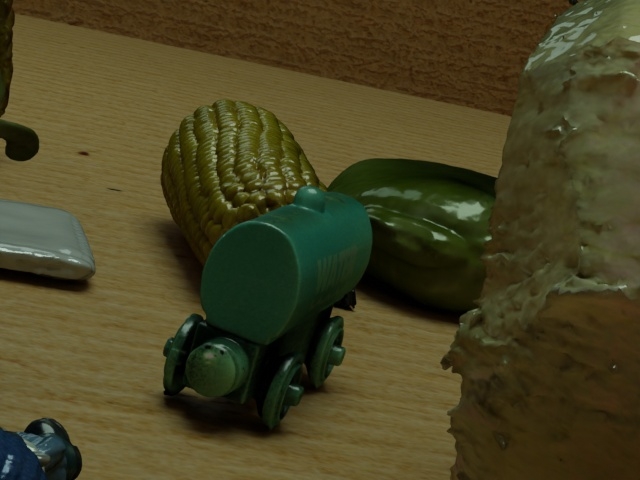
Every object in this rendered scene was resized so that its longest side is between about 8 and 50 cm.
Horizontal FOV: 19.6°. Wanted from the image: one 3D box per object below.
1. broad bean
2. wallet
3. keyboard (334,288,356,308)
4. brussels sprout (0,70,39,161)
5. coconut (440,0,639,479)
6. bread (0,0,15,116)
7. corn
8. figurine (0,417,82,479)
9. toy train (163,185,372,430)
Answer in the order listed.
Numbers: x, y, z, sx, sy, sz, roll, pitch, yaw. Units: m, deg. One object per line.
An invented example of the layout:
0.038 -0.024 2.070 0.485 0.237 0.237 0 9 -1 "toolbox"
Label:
0.117 -0.009 1.801 0.238 0.119 0.291 7 11 -10 "broad bean"
-0.253 -0.002 1.541 0.124 0.032 0.183 11 13 -17 "wallet"
-0.001 0.000 1.738 0.023 0.072 0.231 -5 15 -10 "keyboard"
-0.374 -0.100 1.171 0.315 0.371 0.276 -35 8 -30 "brussels sprout"
0.286 0.045 1.077 0.404 0.404 0.404 13 11 -3 "coconut"
-0.403 -0.207 1.890 0.181 0.222 0.096 6 12 -19 "bread"
-0.068 -0.036 1.677 0.144 0.144 0.387 12 15 -11 "corn"
-0.167 0.124 0.926 0.087 0.086 0.149 57 8 9 "figurine"
-0.029 0.037 1.299 0.101 0.159 0.248 21 11 11 "toy train"
